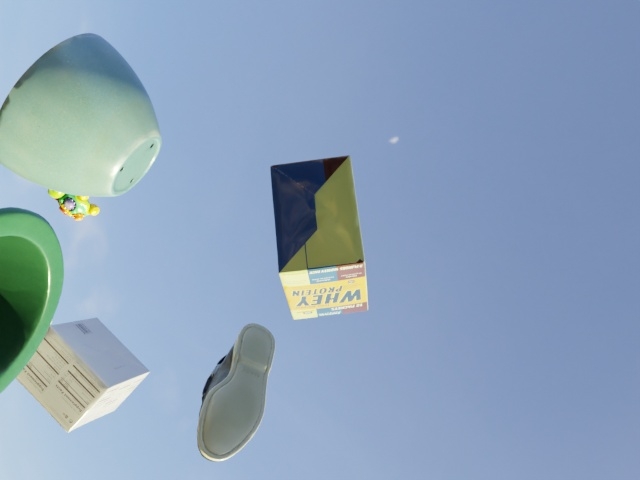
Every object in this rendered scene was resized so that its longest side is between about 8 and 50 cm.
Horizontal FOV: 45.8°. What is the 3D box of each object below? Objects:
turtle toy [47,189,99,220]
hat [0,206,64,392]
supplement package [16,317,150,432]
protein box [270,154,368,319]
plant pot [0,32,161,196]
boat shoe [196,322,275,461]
[{"bbox_3d":[-0.564,-0.096,1.705,0.095,0.066,0.130,29,-26,37],"label":"turtle toy"},{"bbox_3d":[-0.312,0.020,0.557,0.183,0.208,0.173,24,-62,15],"label":"hat"},{"bbox_3d":[-0.566,0.311,1.805,0.204,0.145,0.262,43,3,6],"label":"supplement package"},{"bbox_3d":[0.000,0.000,1.275,0.201,0.136,0.200,80,4,-63],"label":"protein box"},{"bbox_3d":[-0.403,-0.190,1.351,0.195,0.290,0.290,38,-43,5],"label":"plant pot"},{"bbox_3d":[-0.190,0.330,1.599,0.113,0.127,0.340,-51,-161,41],"label":"boat shoe"}]
